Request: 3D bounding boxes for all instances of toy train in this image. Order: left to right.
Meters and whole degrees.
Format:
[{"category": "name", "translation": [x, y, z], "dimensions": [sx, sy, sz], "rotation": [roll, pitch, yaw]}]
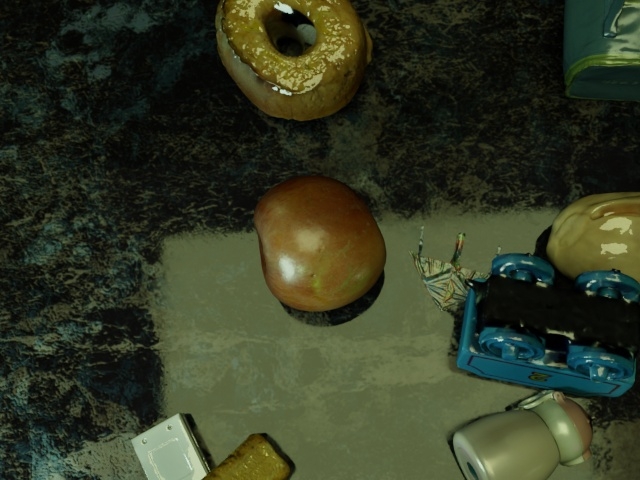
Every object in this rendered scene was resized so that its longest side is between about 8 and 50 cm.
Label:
[{"category": "toy train", "translation": [0.384, 0.152, 1.335], "dimensions": [0.300, 0.265, 0.188], "rotation": [10, 66, 8]}]

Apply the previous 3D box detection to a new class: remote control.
[{"category": "remote control", "translation": [-0.235, 0.459, 1.412], "dimensions": [0.103, 0.055, 0.277], "rotation": [-29, 75, -3]}]

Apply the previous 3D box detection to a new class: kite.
[{"category": "kite", "translation": [0.252, 0.059, 1.495], "dimensions": [0.183, 0.010, 0.160], "rotation": [16, 78, 8]}]

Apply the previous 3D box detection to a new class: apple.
[{"category": "apple", "translation": [0.000, 0.000, 1.420], "dimensions": [0.253, 0.253, 0.253], "rotation": [-1, 77, 4]}]

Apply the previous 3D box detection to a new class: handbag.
[{"category": "handbag", "translation": [0.593, -0.404, 1.475], "dimensions": [0.263, 0.222, 0.241], "rotation": [3, 82, 2]}]

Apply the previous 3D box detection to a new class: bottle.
[{"category": "bottle", "translation": [0.364, 0.351, 1.357], "dimensions": [0.236, 0.147, 0.147], "rotation": [-23, 76, -10]}]

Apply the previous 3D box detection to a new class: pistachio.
[{"category": "pistachio", "translation": [0.560, 0.008, 1.414], "dimensions": [0.299, 0.187, 0.187], "rotation": [2, 77, -2]}]

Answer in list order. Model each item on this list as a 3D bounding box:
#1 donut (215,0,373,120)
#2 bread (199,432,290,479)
[{"category": "donut", "translation": [-0.056, -0.391, 1.552], "dimensions": [0.317, 0.150, 0.299], "rotation": [10, 81, 6]}, {"category": "bread", "translation": [-0.151, 0.434, 1.355], "dimensions": [0.114, 0.083, 0.211], "rotation": [48, 47, 10]}]
